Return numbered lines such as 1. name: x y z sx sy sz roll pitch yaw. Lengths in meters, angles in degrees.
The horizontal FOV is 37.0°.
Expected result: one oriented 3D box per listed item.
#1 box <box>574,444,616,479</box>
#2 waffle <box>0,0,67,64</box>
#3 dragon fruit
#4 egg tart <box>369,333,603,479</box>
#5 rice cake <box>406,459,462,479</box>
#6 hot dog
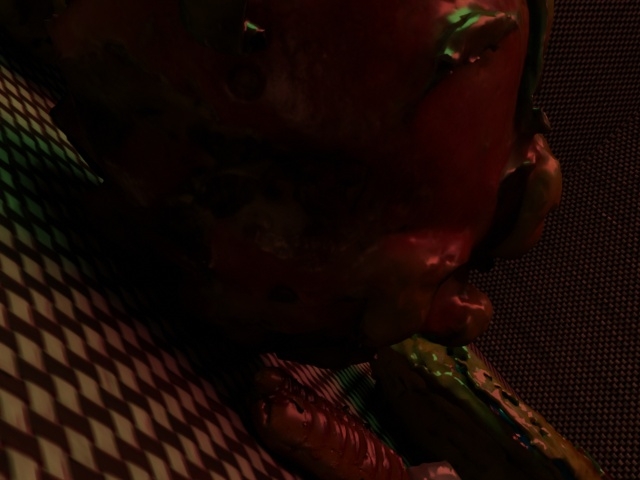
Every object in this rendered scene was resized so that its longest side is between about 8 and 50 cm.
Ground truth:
1. box: 0.287 0.303 1.054 0.175 0.112 0.048 41 8 -45
2. waffle: -0.170 -0.283 0.807 0.151 0.261 0.324 14 33 17
3. dragon fruit: 0.021 -0.052 0.589 0.296 0.314 0.263 -16 -85 54
4. egg tart: 0.139 0.175 0.880 0.291 0.107 0.291 42 0 0
5. rice cake: 0.120 0.232 0.547 0.057 0.052 0.256 6 32 -38
6. hot dog: 0.007 0.117 0.560 0.144 0.038 0.062 43 6 -37
